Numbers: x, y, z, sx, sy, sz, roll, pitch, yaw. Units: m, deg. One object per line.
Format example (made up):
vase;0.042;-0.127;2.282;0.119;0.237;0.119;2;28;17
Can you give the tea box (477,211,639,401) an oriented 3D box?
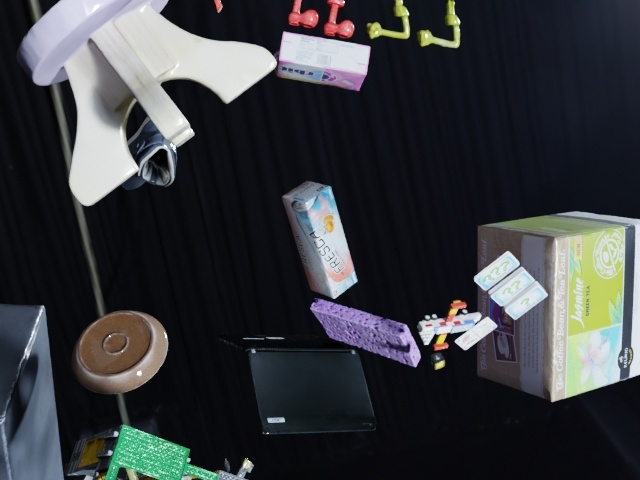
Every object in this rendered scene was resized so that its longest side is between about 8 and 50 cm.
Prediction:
tea box;0.510;0.123;1.882;0.323;0.329;0.220;-9;-168;-33

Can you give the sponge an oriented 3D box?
sponge;0.088;0.180;1.779;0.210;0.117;0.031;15;-119;32

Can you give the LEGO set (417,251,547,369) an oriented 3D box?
LEGO set;0.277;0.143;1.592;0.244;0.182;0.060;-38;-132;12

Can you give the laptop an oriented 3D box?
laptop;-0.053;0.262;1.702;0.234;0.137;0.264;5;-179;-29

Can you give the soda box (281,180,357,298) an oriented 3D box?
soda box;0.000;0.000;1.450;0.058;0.183;0.063;-35;-147;-30

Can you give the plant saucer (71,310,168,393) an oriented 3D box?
plant saucer;-0.346;0.182;1.543;0.168;0.029;0.169;-3;-130;4

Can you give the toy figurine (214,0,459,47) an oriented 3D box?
toy figurine;0.032;-0.368;1.101;0.362;0.191;0.217;12;179;2

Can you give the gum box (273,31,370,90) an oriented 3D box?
gum box;-0.002;-0.364;1.841;0.188;0.062;0.107;9;171;-5

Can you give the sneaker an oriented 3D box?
sneaker;-0.370;-0.150;1.900;0.086;0.226;0.163;17;-139;-27

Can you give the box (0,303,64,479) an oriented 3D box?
box;-0.716;0.366;1.542;0.471;0.480;0.297;4;-146;-4

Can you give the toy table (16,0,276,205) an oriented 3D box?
toy table;-0.191;-0.173;0.947;0.252;0.161;0.274;-35;-172;9

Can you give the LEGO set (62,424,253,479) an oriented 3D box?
LEGO set;-0.216;0.383;1.169;0.331;0.255;0.192;19;152;-29
